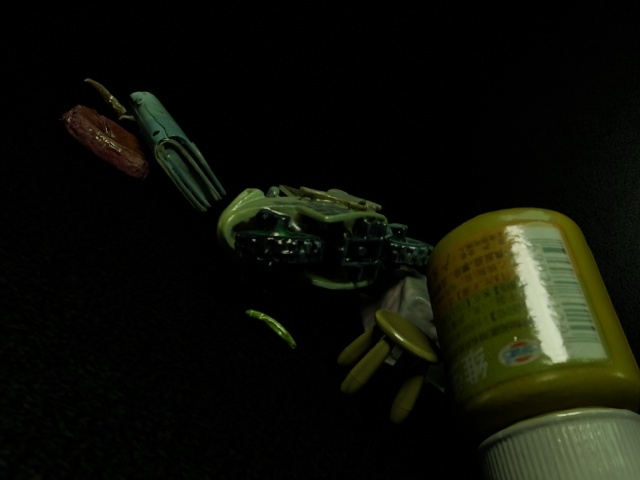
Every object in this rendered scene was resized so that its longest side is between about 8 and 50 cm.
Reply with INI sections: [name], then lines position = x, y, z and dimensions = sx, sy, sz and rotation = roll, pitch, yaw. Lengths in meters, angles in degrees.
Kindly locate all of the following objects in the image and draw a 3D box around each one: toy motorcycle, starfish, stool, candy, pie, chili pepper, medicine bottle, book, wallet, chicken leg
[toy motorcycle]
position = 0.000, 0.000, 1.049
dimensions = 0.237, 0.169, 0.410
rotation = 20, 12, 42
[starfish]
position = -0.403, -0.260, 1.367
dimensions = 0.238, 0.057, 0.213
rotation = 33, 3, -26
[stool]
position = 0.093, 0.168, 0.882
dimensions = 0.134, 0.110, 0.135
rotation = 41, 14, 34
[candy]
position = 0.170, 0.148, 1.110
dimensions = 0.185, 0.137, 0.195
rotation = 32, 14, -11
[pie]
position = -0.361, -0.166, 1.106
dimensions = 0.182, 0.049, 0.182
rotation = 37, 8, -6
[chili pepper]
position = -0.066, 0.120, 0.871
dimensions = 0.083, 0.017, 0.030
rotation = 34, 20, 5
[medicine bottle]
position = 0.269, 0.169, 0.788
dimensions = 0.224, 0.224, 0.384
rotation = 26, 43, -37
[book]
position = -0.019, -0.094, 1.852
dimensions = 0.192, 0.013, 0.168
rotation = 40, 12, 20
[wallet]
position = -0.270, -0.166, 1.182
dimensions = 0.176, 0.075, 0.250
rotation = 56, -4, -39
[chicken leg]
position = -0.109, 0.062, 0.969
dimensions = 0.036, 0.021, 0.083
rotation = 9, 20, -47

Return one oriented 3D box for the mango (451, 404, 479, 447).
[mango]
position = 0.313, 0.291, 0.941
dimensions = 0.175, 0.143, 0.293
rotation = 24, 6, -47
